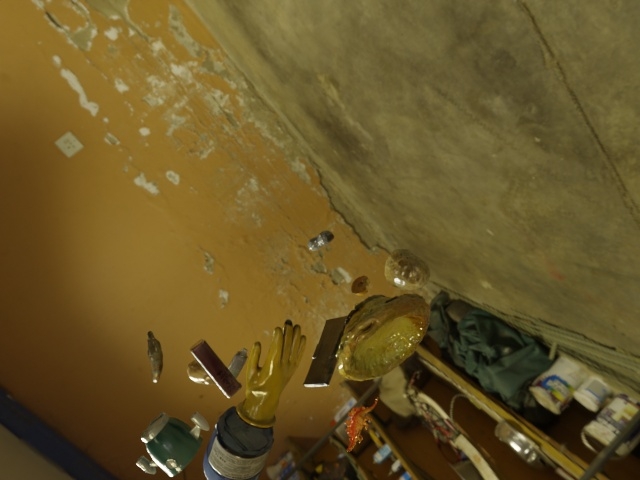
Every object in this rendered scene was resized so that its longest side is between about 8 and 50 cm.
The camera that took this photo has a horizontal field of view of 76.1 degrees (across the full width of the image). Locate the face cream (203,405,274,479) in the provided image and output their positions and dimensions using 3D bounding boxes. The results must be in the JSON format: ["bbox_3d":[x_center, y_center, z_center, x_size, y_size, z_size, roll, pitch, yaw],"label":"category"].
[{"bbox_3d":[-0.326,0.835,1.653,0.249,0.225,0.249,20,-157,-9],"label":"face cream"}]

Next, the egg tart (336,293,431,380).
[{"bbox_3d":[0.155,0.237,1.074,0.123,0.294,0.294,49,177,43],"label":"egg tart"}]

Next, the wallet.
[{"bbox_3d":[0.035,0.464,1.723,0.044,0.317,0.169,39,142,-20],"label":"wallet"}]

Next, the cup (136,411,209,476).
[{"bbox_3d":[-0.539,0.713,1.461,0.173,0.300,0.167,48,-175,-10],"label":"cup"}]

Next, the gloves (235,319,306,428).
[{"bbox_3d":[-0.129,0.360,1.144,0.116,0.294,0.133,23,-177,31],"label":"gloves"}]

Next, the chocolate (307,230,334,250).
[{"bbox_3d":[0.000,0.000,2.061,0.167,0.072,0.072,-30,108,41],"label":"chocolate"}]

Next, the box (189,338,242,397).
[{"bbox_3d":[-0.389,0.469,1.509,0.224,0.069,0.120,52,158,-4],"label":"box"}]

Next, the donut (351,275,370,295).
[{"bbox_3d":[0.202,0.230,2.040,0.097,0.108,0.043,-11,131,44],"label":"donut"}]

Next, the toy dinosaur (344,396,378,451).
[{"bbox_3d":[0.184,0.884,2.006,0.117,0.288,0.070,22,159,19],"label":"toy dinosaur"}]

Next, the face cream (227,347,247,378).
[{"bbox_3d":[-0.476,0.710,2.283,0.075,0.229,0.075,29,172,4],"label":"face cream"}]

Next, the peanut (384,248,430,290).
[{"bbox_3d":[0.308,0.107,1.496,0.159,0.143,0.291,54,180,7],"label":"peanut"}]

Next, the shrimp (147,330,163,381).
[{"bbox_3d":[-0.764,0.542,1.892,0.254,0.059,0.145,50,136,46],"label":"shrimp"}]

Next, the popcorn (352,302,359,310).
[{"bbox_3d":[0.213,0.379,2.177,0.084,0.084,0.084,46,174,6],"label":"popcorn"}]

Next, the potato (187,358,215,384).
[{"bbox_3d":[-0.533,0.600,1.906,0.161,0.128,0.235,16,164,-20],"label":"potato"}]
